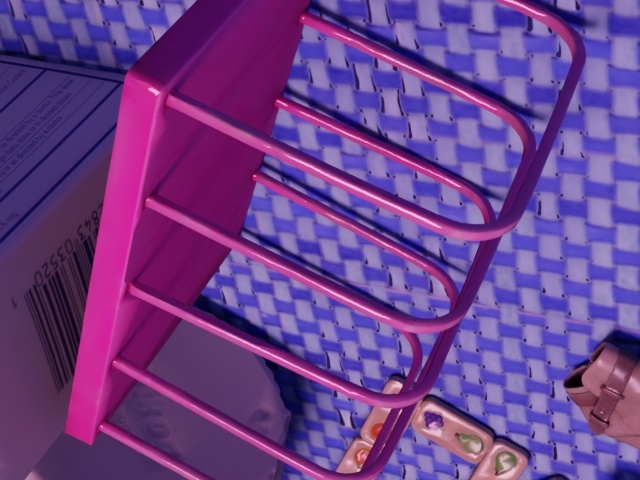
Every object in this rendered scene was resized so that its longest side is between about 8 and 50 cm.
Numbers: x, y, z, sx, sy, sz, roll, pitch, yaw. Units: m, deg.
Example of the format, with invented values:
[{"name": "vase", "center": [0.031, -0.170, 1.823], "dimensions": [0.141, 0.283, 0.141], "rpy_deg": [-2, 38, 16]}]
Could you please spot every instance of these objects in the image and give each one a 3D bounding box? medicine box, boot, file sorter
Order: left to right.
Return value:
[{"name": "medicine box", "center": [-0.269, 0.003, 0.791], "dimensions": [0.289, 0.263, 0.149], "rpy_deg": [11, 132, 23]}, {"name": "file sorter", "center": [0.000, 0.000, 0.673], "dimensions": [0.182, 0.202, 0.291], "rpy_deg": [27, 137, 6]}, {"name": "boot", "center": [0.209, 0.094, 0.747], "dimensions": [0.087, 0.042, 0.118], "rpy_deg": [38, 137, -1]}]

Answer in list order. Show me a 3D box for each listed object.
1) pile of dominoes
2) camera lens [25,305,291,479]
[{"name": "pile of dominoes", "center": [0.080, 0.250, 0.900], "dimensions": [0.196, 0.040, 0.251], "rpy_deg": [29, 115, 5]}, {"name": "camera lens", "center": [-0.154, 0.202, 0.931], "dimensions": [0.219, 0.219, 0.274], "rpy_deg": [29, 137, 6]}]
